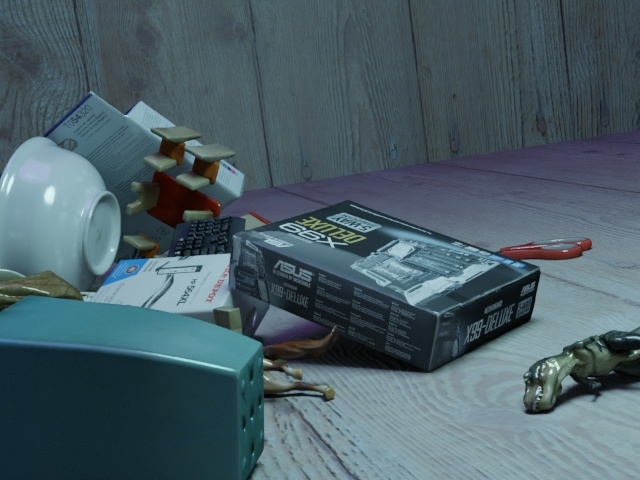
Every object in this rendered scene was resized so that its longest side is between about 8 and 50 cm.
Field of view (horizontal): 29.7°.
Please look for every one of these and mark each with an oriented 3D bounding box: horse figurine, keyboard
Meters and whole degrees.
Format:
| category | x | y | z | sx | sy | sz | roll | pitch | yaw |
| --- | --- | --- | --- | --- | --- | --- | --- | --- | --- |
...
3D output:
| category | x | y | z | sx | sy | sz | roll | pitch | yaw |
| --- | --- | --- | --- | --- | --- | --- | --- | --- | --- |
| horse figurine | -0.101 | 0.151 | 1.287 | 0.263 | 0.066 | 0.174 | -18 | 19 | -40 |
| keyboard | -0.216 | 0.055 | 1.769 | 0.201 | 0.033 | 0.317 | -15 | 27 | 9 |

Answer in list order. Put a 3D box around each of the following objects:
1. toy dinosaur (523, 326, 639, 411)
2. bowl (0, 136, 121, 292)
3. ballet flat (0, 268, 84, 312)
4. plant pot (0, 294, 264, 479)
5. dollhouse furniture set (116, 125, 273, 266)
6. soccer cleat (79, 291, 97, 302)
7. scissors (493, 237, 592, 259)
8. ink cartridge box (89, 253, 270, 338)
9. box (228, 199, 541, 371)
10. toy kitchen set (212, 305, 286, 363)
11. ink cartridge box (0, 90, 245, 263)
| category | x | y | z | sx | sy | sz | roll | pitch | yaw |
| --- | --- | --- | --- | --- | --- | --- | --- | --- | --- |
| toy dinosaur | 0.314 | 0.112 | 1.201 | 0.268 | 0.064 | 0.118 | -10 | 2 | -40 |
| bowl | -0.418 | -0.018 | 1.996 | 0.134 | 0.298 | 0.298 | 6 | 11 | 12 |
| ballet flat | -0.506 | 0.096 | 1.728 | 0.342 | 0.116 | 0.124 | -10 | 45 | -37 |
| plant pot | -0.173 | 0.149 | 1.065 | 0.234 | 0.166 | 0.165 | 2 | 10 | 9 |
| dollhouse furniture set | -0.192 | -0.032 | 2.017 | 0.259 | 0.262 | 0.135 | 29 | 24 | 27 |
| soccer cleat | -0.407 | 0.098 | 1.869 | 0.196 | 0.076 | 0.068 | -8 | 8 | -8 |
| scissors | 0.289 | 0.023 | 1.961 | 0.297 | 0.021 | 0.109 | -6 | 11 | 16 |
| ink cartridge box | -0.186 | 0.089 | 1.571 | 0.203 | 0.086 | 0.148 | -5 | 28 | 19 |
| box | 0.078 | 0.046 | 1.494 | 0.307 | 0.077 | 0.242 | 21 | 23 | 34 |
| toy kitchen set | -0.096 | 0.115 | 1.448 | 0.075 | 0.083 | 0.068 | -14 | 11 | -37 |
| ink cartridge box | -0.362 | -0.110 | 2.163 | 0.324 | 0.330 | 0.071 | -32 | 32 | 36 |
